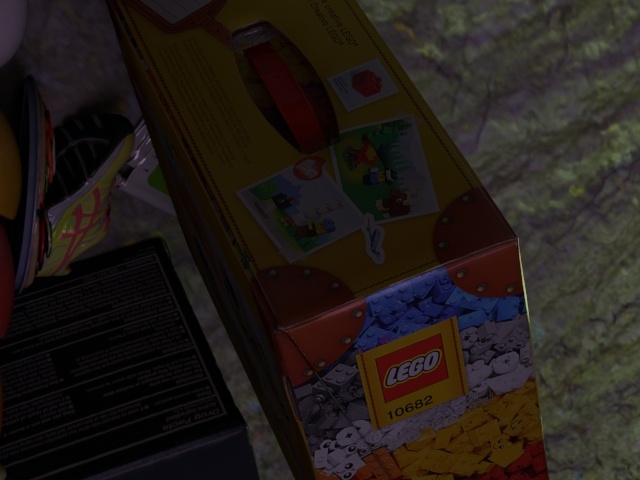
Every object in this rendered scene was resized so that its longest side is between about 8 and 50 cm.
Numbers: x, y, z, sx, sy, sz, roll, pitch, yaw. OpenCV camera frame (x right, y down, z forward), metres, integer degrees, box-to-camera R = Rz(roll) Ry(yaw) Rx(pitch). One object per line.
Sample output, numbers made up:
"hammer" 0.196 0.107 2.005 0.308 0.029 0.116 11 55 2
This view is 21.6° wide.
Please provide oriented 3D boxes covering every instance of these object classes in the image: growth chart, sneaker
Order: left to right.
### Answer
"sneaker" -0.237 -0.042 1.649 0.094 0.081 0.208 16 126 -43
"growth chart" -0.105 -0.114 1.683 0.172 0.021 0.237 18 119 -37

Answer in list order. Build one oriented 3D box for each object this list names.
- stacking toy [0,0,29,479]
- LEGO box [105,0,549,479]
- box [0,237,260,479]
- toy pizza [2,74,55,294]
"stacking toy" -0.372 -0.036 1.439 0.351 0.351 0.479 24 81 -38
"LEGO box" 0.000 0.000 1.467 0.193 0.500 0.372 -21 136 -8
"box" -0.242 0.190 1.684 0.296 0.294 0.182 -18 133 -10
"toy pizza" -0.264 -0.051 1.534 0.032 0.201 0.201 3 126 -17
